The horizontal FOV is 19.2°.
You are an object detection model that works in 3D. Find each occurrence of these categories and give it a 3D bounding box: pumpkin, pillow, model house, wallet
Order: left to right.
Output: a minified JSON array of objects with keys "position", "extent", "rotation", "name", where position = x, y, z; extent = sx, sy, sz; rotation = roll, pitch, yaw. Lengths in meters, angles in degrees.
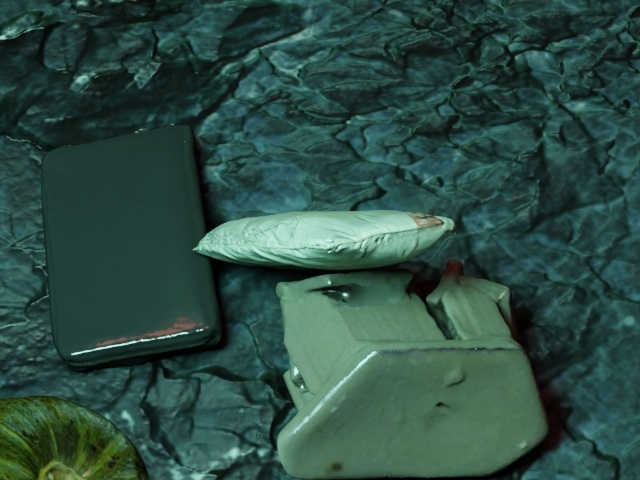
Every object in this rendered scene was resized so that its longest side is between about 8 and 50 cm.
[{"position":[-0.218,0.222,1.418],"extent":[0.219,0.162,0.219],"rotation":[34,28,-22],"name":"pumpkin"},{"position":[-0.170,0.001,1.662],"extent":[0.149,0.044,0.250],"rotation":[-11,54,-1],"name":"wallet"},{"position":[0.000,0.000,1.560],"extent":[0.128,0.229,0.050],"rotation":[-6,92,-33],"name":"pillow"},{"position":[0.061,0.093,1.539],"extent":[0.229,0.122,0.188],"rotation":[-2,39,-17],"name":"model house"}]
